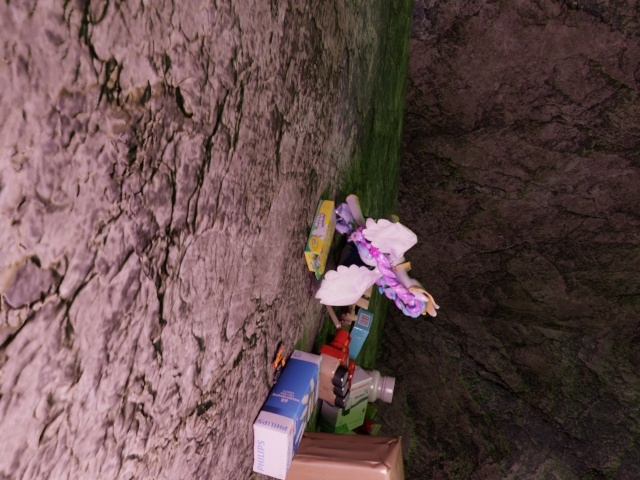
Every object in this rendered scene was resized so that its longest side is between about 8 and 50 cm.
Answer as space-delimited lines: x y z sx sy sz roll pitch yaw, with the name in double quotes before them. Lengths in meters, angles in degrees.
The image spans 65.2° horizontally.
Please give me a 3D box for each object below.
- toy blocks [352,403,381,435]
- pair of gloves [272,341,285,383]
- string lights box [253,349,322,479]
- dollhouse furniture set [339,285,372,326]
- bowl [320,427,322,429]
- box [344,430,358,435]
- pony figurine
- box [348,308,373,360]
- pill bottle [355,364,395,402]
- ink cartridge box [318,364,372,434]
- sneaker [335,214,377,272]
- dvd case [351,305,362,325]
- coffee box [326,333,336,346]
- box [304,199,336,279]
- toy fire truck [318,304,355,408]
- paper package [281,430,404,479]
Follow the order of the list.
"toy blocks" 0.130 0.875 2.099 0.382 0.190 0.261 -58 157 -11
"pair of gloves" -0.093 0.270 1.107 0.074 0.010 0.083 -65 162 -55
"string lights box" -0.070 0.382 1.131 0.260 0.076 0.134 -56 154 -61
"dollhouse furniture set" 0.089 0.214 1.829 0.151 0.123 0.144 -37 -149 55
"bowl" 0.046 0.646 1.886 0.142 0.053 0.142 56 46 -71
"box" 0.069 0.773 1.870 0.130 0.091 0.170 -56 159 -5
"pony figurine" 0.158 0.038 1.384 0.303 0.350 0.364 -47 -139 25
"box" 0.129 0.381 1.908 0.101 0.060 0.244 -65 175 -50
"pill bottle" 0.184 0.586 2.043 0.131 0.229 0.131 9 90 -78
"ink cartridge box" 0.089 0.563 1.761 0.152 0.086 0.209 -8 115 -39
"sneaker" 0.120 0.013 1.652 0.315 0.127 0.183 -61 154 -74
"dvd case" 0.167 0.400 2.299 0.179 0.029 0.239 -46 143 -68
"coffee box" 0.048 0.396 1.743 0.184 0.040 0.113 61 41 -69
"box" 0.000 0.000 1.259 0.105 0.043 0.179 79 21 -59
"toy fire truck" 0.043 0.339 1.510 0.217 0.158 0.246 83 30 -49
"paper package" 0.064 0.688 1.310 0.168 0.309 0.325 -22 106 -68
